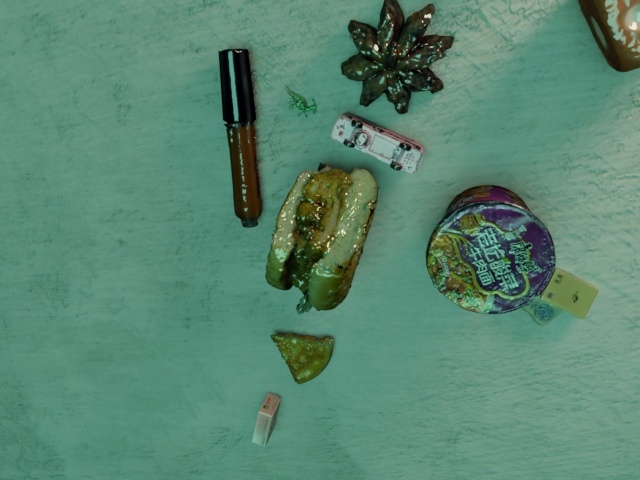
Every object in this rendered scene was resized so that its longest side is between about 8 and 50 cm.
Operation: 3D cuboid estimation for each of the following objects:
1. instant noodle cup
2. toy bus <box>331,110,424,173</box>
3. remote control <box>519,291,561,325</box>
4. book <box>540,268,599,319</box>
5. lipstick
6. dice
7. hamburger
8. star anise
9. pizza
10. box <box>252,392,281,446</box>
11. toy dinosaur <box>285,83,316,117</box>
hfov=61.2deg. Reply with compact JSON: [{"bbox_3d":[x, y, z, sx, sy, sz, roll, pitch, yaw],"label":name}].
[{"bbox_3d":[0.357,0.002,1.155,0.251,0.190,0.251,6,114,13],"label":"instant noodle cup"},{"bbox_3d":[0.127,-0.213,1.180,0.203,0.090,0.063,25,116,3],"label":"toy bus"},{"bbox_3d":[0.499,0.145,1.266,0.122,0.032,0.074,36,117,-2],"label":"remote control"},{"bbox_3d":[0.567,0.122,1.233,0.111,0.014,0.077,26,95,-1],"label":"book"},{"bbox_3d":[-0.184,-0.229,1.264,0.077,0.077,0.419,4,115,13],"label":"lipstick"},{"bbox_3d":[0.566,-0.409,0.933,0.179,0.174,0.175,-25,103,24],"label":"dice"},{"bbox_3d":[0.000,0.000,1.199,0.195,0.318,0.277,17,148,5],"label":"hamburger"},{"bbox_3d":[0.147,-0.373,1.101,0.223,0.109,0.236,16,118,12],"label":"star anise"},{"bbox_3d":[-0.063,0.311,1.486,0.176,0.036,0.185,25,118,5],"label":"pizza"},{"bbox_3d":[-0.156,0.520,1.569,0.043,0.089,0.125,17,115,8],"label":"box"},{"bbox_3d":[-0.044,-0.315,1.221,0.062,0.021,0.083,-9,114,11],"label":"toy dinosaur"}]
